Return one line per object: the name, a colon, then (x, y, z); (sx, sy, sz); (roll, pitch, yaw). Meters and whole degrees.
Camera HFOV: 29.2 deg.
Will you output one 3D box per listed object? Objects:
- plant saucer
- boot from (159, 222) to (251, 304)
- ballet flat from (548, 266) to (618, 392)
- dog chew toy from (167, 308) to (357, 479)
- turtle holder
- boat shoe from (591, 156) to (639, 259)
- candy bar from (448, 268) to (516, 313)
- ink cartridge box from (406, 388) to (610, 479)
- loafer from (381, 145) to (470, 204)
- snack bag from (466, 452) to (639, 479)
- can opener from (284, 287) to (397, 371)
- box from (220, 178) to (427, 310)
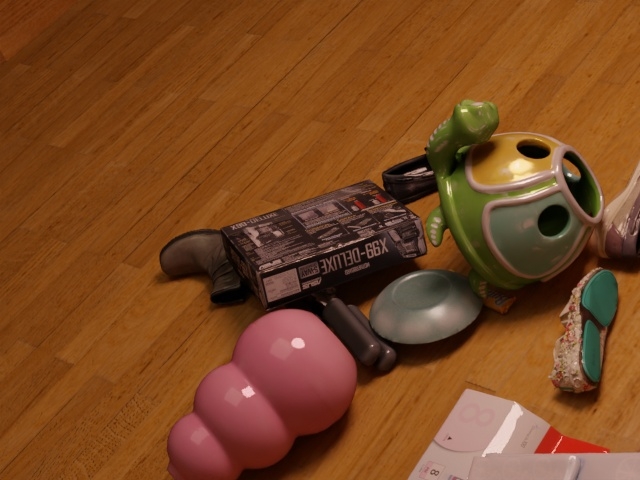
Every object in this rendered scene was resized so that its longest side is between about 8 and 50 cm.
plant saucer: (0.171, 0.097, 2.045); (0.195, 0.037, 0.195); (-12, 32, 8)
boot: (-0.200, 0.055, 2.330); (0.247, 0.083, 0.161); (-16, 44, 15)
ballet flat: (0.397, 0.136, 1.889); (0.077, 0.091, 0.241); (-25, 27, 40)
dog chew toy: (-0.102, 0.263, 1.934); (0.332, 0.206, 0.207); (-42, 39, -8)
turtle holder: (0.311, -0.084, 1.984); (0.227, 0.320, 0.243); (-22, 2, 37)
boat shoe: (0.555, -0.074, 2.036); (0.092, 0.102, 0.285); (22, 61, 39)
candy bar: (0.263, 0.087, 2.072); (0.040, 0.018, 0.161); (-42, 39, -21)
ink cartridge box: (0.265, 0.321, 1.761); (0.232, 0.066, 0.189); (8, 48, 42)
loafer: (0.222, -0.143, 2.319); (0.223, 0.078, 0.076); (-24, 37, 2)
snack bag: (0.288, 0.406, 1.545); (0.343, 0.037, 0.323); (-11, 46, 46)
can opener: (0.034, 0.145, 2.106); (0.280, 0.074, 0.093); (40, 105, 52)
box: (0.000, 0.000, 2.192); (0.308, 0.076, 0.242); (-19, 25, -14)
